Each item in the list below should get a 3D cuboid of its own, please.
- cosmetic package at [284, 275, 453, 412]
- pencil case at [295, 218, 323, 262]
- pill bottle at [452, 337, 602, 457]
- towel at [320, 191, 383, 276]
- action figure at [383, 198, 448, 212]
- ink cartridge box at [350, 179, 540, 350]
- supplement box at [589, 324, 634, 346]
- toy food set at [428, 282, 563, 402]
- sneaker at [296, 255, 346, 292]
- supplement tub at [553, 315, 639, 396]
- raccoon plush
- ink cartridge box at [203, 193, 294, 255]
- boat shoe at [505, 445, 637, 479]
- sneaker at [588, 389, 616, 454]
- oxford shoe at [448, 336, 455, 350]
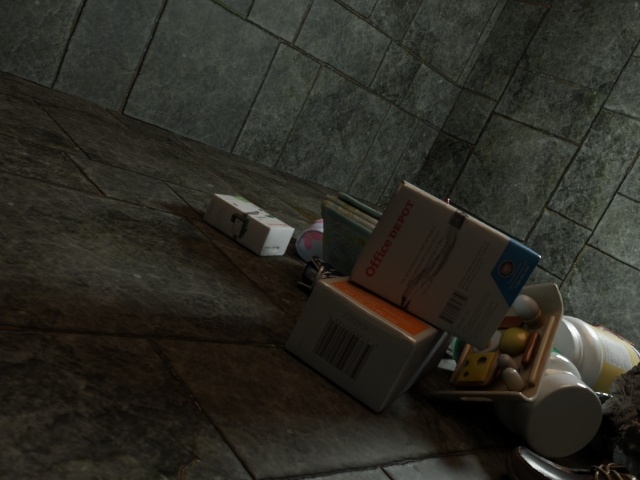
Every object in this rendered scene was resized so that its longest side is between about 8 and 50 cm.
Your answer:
[{"bbox_3d":[0.141,0.195,1.309,0.230,0.162,0.453,31,11,21],"label":"cosmetic package"},{"bbox_3d":[0.000,0.000,1.982,0.124,0.114,0.273,10,10,8],"label":"pencil case"},{"bbox_3d":[0.461,0.314,1.372,0.204,0.204,0.361,23,11,-17],"label":"pill bottle"},{"bbox_3d":[0.157,0.061,1.644,0.374,0.321,0.090,32,57,27],"label":"towel"},{"bbox_3d":[0.321,0.043,1.837,0.248,0.370,0.275,22,5,-43],"label":"action figure"},{"bbox_3d":[0.247,0.045,1.232,0.307,0.223,0.129,29,12,1],"label":"ink cartridge box"},{"bbox_3d":[0.967,0.411,2.091,0.129,0.194,0.191,35,14,35],"label":"supplement box"},{"bbox_3d":[0.374,0.219,1.288,0.219,0.306,0.092,-15,-61,46],"label":"toy food set"},{"bbox_3d":[0.013,0.117,1.520,0.153,0.099,0.282,32,5,4],"label":"sneaker"},{"bbox_3d":[0.702,0.346,1.639,0.331,0.241,0.241,23,11,-29],"label":"supplement tub"},{"bbox_3d":[0.782,0.364,1.294,0.216,0.446,0.299,30,-15,44],"label":"raccoon plush"},{"bbox_3d":[-0.209,-0.046,1.778,0.219,0.093,0.160,30,12,21],"label":"ink cartridge box"},{"bbox_3d":[0.500,0.449,1.042,0.355,0.130,0.132,28,11,8],"label":"boat shoe"},{"bbox_3d":[0.662,0.442,1.446,0.341,0.125,0.139,40,-11,-38],"label":"sneaker"},{"bbox_3d":[0.357,0.083,1.679,0.169,0.130,0.450,-4,68,-23],"label":"oxford shoe"}]
